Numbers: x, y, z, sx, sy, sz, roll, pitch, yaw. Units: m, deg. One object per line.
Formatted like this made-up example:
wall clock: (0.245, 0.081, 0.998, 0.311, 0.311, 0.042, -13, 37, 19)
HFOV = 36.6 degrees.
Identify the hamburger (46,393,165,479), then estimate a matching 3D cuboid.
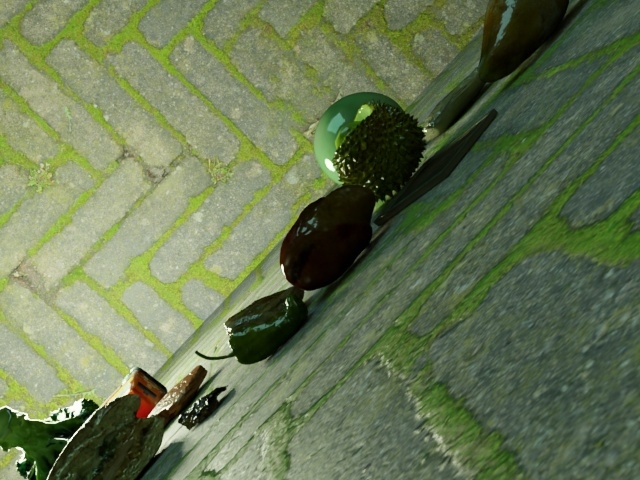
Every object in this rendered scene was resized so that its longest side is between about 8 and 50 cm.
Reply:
hamburger: (-0.420, 0.423, 1.820, 0.283, 0.144, 0.156, -51, 6, -22)

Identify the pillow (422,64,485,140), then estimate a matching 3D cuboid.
pillow: (0.293, -0.300, 2.125, 0.208, 0.053, 0.119, -47, 1, -10)

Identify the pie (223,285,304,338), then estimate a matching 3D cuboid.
pie: (-0.097, 0.138, 1.777, 0.163, 0.079, 0.193, -37, 4, -3)

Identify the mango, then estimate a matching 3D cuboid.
mango: (0.391, -0.437, 1.902, 0.316, 0.146, 0.193, -56, 1, -28)

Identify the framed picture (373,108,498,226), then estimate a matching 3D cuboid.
framed picture: (0.202, -0.127, 1.724, 0.184, 0.016, 0.250, -49, 6, -32)

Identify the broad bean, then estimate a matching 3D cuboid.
broad bean: (0.021, -0.007, 1.697, 0.228, 0.122, 0.156, -43, -24, -36)

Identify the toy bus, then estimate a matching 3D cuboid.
toy bus: (-0.542, 0.477, 2.626, 0.265, 0.121, 0.120, -45, 14, 17)

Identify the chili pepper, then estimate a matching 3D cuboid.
chili pepper: (-0.105, 0.166, 1.645, 0.204, 0.073, 0.072, -33, -9, 18)

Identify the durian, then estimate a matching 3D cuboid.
durian: (0.112, -0.174, 1.926, 0.200, 0.176, 0.237, -45, 6, -2)

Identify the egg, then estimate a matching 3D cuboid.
egg: (0.101, -0.240, 2.296, 0.220, 0.220, 0.269, -43, 6, 37)

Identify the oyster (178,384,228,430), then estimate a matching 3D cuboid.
oyster: (-0.213, 0.299, 1.718, 0.132, 0.029, 0.086, -43, 6, 13)

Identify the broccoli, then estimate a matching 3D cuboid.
broccoli: (-0.635, 0.501, 2.304, 0.297, 0.297, 0.297, -27, 47, 34)

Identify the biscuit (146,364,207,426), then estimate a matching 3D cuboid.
biscuit: (-0.328, 0.369, 2.102, 0.192, 0.036, 0.186, -43, 9, 33)
